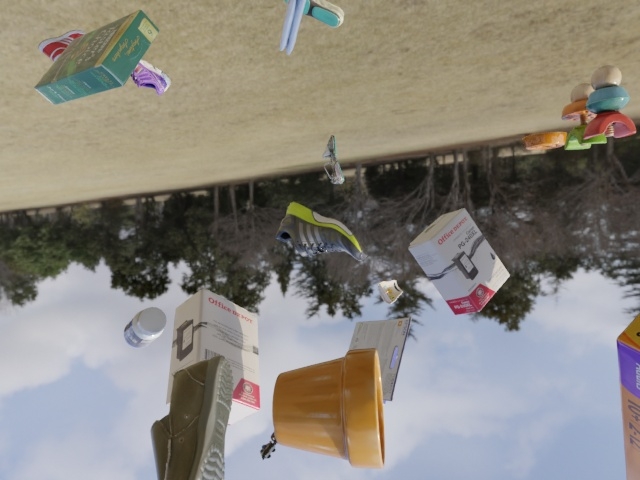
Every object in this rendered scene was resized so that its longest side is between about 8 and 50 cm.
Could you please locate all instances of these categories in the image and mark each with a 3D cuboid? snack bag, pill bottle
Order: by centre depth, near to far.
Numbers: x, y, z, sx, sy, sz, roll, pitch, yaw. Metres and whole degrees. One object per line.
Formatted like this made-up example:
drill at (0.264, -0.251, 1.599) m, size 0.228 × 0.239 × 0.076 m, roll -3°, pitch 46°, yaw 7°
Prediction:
snack bag at (-0.020, -0.582, 0.877) m, size 0.037 × 0.343 × 0.323 m, roll 10°, pitch 161°, yaw -10°
pill bottle at (-0.434, 0.215, 1.182) m, size 0.078 × 0.078 × 0.137 m, roll -10°, pitch 163°, yaw -39°

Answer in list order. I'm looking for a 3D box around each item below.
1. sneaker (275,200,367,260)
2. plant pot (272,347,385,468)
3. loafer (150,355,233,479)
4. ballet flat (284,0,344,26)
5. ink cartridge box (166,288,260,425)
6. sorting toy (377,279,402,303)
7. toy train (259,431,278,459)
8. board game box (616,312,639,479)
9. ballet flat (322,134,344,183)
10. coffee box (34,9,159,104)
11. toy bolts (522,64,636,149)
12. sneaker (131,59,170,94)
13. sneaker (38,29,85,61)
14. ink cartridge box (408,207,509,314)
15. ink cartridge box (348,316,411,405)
sneaker at (0.000, 0.000, 1.295) m, size 0.299 × 0.121 × 0.111 m, roll 26°, pitch 169°, yaw 39°
plant pot at (0.017, 0.307, 0.876) m, size 0.187 × 0.205 × 0.205 m, roll -5°, pitch -173°, yaw 9°
loafer at (-0.174, 0.274, 0.622) m, size 0.087 × 0.095 × 0.251 m, roll -5°, pitch -135°, yaw 8°
ballet flat at (-0.018, -0.582, 1.177) m, size 0.168 × 0.053 × 0.057 m, roll 28°, pitch 146°, yaw -8°
ink cartridge box at (-0.225, 0.249, 1.029) m, size 0.100 × 0.237 × 0.172 m, roll -34°, pitch 132°, yaw 23°
sorting toy at (0.251, 0.178, 1.698) m, size 0.075 × 0.083 × 0.045 m, roll -27°, pitch 165°, yaw -17°
toy train at (-0.122, 0.556, 1.353) m, size 0.036 × 0.027 × 0.158 m, roll 7°, pitch -149°, yaw 32°
board game box at (0.570, 0.173, 0.453) m, size 0.356 × 0.356 × 0.356 m, roll -38°, pitch -145°, yaw -14°
ballet flat at (0.025, -0.184, 1.088) m, size 0.041 × 0.115 × 0.041 m, roll -11°, pitch 176°, yaw -1°
coffee box at (-0.322, -0.259, 0.682) m, size 0.184 × 0.113 × 0.040 m, roll 3°, pitch 150°, yaw 36°
toy bolts at (0.612, -0.312, 1.132) m, size 0.218 × 0.159 × 0.228 m, roll -3°, pitch -179°, yaw -5°
sneaker at (-0.492, -0.453, 1.281) m, size 0.169 × 0.071 × 0.068 m, roll 29°, pitch 175°, yaw -10°
sneaker at (-0.565, -0.432, 1.079) m, size 0.042 × 0.067 × 0.118 m, roll -41°, pitch -173°, yaw 48°
ink cartridge box at (0.242, 0.036, 0.831) m, size 0.109 × 0.151 × 0.063 m, roll -38°, pitch -174°, yaw -29°
ink cartridge box at (0.150, 0.317, 1.256) m, size 0.045 × 0.224 × 0.223 m, roll 33°, pitch 152°, yaw -25°
